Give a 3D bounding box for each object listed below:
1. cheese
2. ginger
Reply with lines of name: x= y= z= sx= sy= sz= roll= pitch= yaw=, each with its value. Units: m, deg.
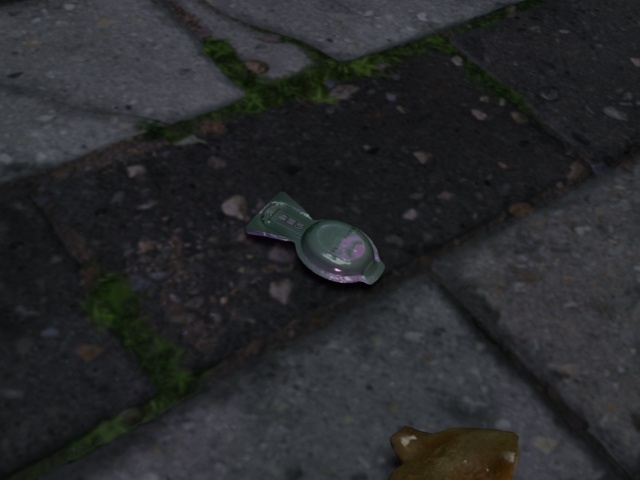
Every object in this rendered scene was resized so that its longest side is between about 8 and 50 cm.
cheese: x=0.000 y=0.000 z=0.780 sx=0.120 sy=0.026 sz=0.067 roll=30 pitch=49 yaw=15
ginger: x=0.039 y=0.217 z=0.571 sx=0.118 sy=0.065 sz=0.299 roll=37 pitch=49 yaw=15
